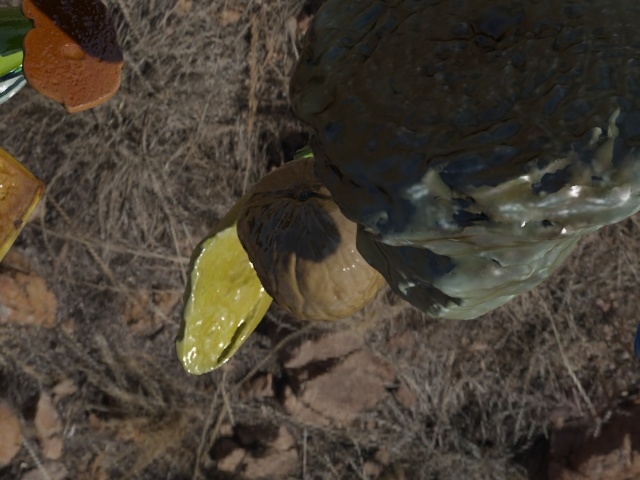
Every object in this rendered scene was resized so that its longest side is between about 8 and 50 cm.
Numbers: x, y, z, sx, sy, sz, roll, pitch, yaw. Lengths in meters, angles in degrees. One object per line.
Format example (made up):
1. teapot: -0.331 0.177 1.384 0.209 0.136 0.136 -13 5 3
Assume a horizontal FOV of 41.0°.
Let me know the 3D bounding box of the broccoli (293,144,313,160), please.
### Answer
1. broccoli: 0.050 -0.149 1.322 0.176 0.198 0.226 -38 162 22

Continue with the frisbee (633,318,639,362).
1. frisbee: 0.559 0.091 1.292 0.242 0.045 0.242 -25 132 -32

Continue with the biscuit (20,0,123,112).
1. biscuit: -0.253 -0.195 0.870 0.102 0.019 0.130 -8 85 -24

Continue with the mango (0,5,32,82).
1. mango: -0.360 -0.221 0.945 0.165 0.091 0.074 -29 143 -15

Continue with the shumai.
1. shumai: 0.141 -0.058 0.638 0.304 0.309 0.263 12 144 25

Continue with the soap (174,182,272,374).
1. soap: -0.141 0.052 1.627 0.115 0.427 0.306 10 116 12

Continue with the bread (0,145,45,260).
1. bread: -0.506 -0.059 1.118 0.235 0.210 0.099 40 143 -24

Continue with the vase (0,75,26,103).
1. vase: -0.550 -0.332 1.208 0.143 0.143 0.299 -18 135 14

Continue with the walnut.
1. walnut: 0.000 0.000 1.151 0.228 0.228 0.228 0 127 0
